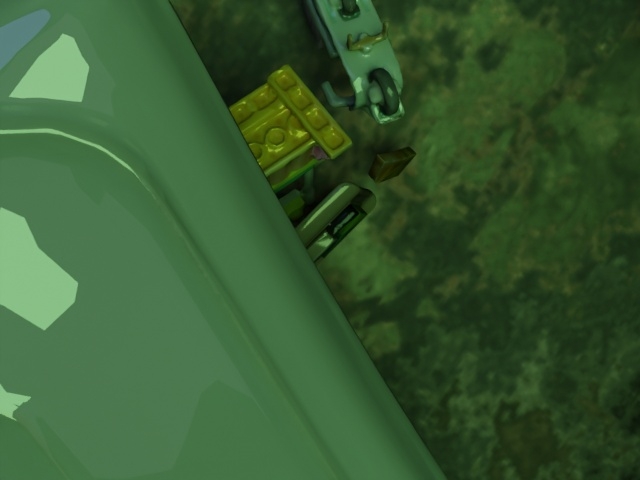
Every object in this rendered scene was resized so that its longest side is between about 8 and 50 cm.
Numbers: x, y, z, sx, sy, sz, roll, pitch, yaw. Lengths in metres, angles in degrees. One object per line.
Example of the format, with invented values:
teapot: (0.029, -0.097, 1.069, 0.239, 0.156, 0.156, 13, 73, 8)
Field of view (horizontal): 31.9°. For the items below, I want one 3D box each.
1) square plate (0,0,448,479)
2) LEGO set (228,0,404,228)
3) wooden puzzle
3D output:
square plate: (-0.137, 0.111, 0.424, 0.347, 0.049, 0.344, -32, 113, -5)
LEGO set: (-0.099, -0.026, 0.511, 0.286, 0.107, 0.132, -13, 70, -6)
wooden puzzle: (0.000, 0.000, 0.534, 0.014, 0.078, 0.116, 46, 103, 10)
